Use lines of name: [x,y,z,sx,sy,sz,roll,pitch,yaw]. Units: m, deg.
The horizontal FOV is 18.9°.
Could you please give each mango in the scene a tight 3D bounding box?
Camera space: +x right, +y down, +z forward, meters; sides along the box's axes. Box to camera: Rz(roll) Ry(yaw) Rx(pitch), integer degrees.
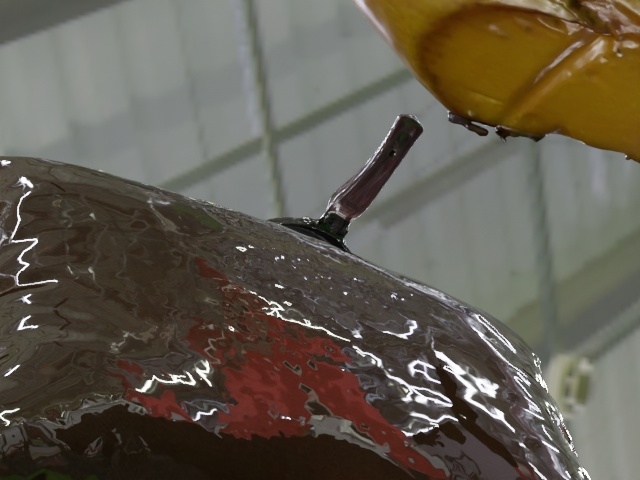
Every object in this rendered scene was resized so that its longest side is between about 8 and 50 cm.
mango: [0.100,-0.115,0.724,0.154,0.252,0.126,-64,-2,41]

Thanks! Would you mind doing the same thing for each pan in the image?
pan: [0.000,-0.002,1.280,0.115,0.040,0.212,27,-73,-21]

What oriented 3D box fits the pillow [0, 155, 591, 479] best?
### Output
pillow: [-0.018,0.080,0.798,0.305,0.308,0.108,21,-69,-15]
